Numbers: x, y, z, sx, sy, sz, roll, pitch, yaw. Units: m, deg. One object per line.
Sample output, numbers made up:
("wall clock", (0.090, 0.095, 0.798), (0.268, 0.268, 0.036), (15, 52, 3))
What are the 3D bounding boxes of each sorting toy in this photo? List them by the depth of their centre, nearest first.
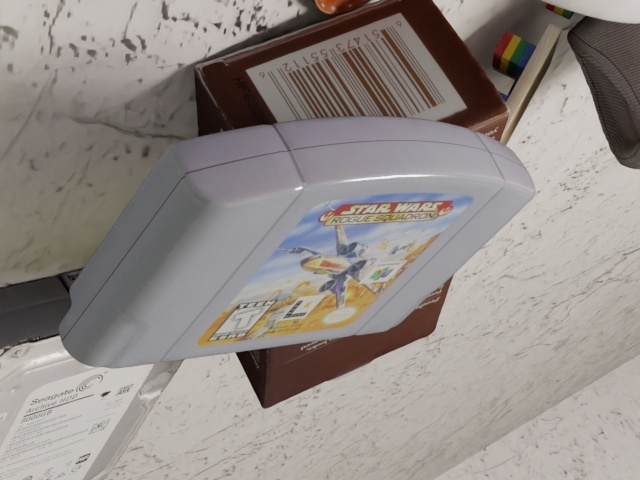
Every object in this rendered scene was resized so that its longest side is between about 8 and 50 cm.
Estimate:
("sorting toy", (0.160, -0.121, 1.055), (0.274, 0.046, 0.132), (-61, 171, -2))

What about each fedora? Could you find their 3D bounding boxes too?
("fedora", (0.307, -0.146, 1.035), (0.124, 0.275, 0.243), (-25, 117, 3))

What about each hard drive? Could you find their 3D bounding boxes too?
("hard drive", (-0.248, 0.153, 1.019), (0.237, 0.064, 0.339), (-14, 147, -46))

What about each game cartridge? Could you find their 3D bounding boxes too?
("game cartridge", (0.000, 0.000, 0.746), (0.297, 0.062, 0.198), (-4, 151, -42))

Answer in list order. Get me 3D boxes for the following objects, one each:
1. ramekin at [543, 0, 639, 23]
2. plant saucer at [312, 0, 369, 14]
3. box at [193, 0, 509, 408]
("ramekin", (0.137, -0.227, 0.675), (0.207, 0.207, 0.109), (-13, 139, -46))
("plant saucer", (0.027, -0.195, 0.810), (0.083, 0.013, 0.083), (-32, 157, -15))
("box", (0.013, -0.016, 0.955), (0.191, 0.143, 0.381), (-23, 153, -16))
